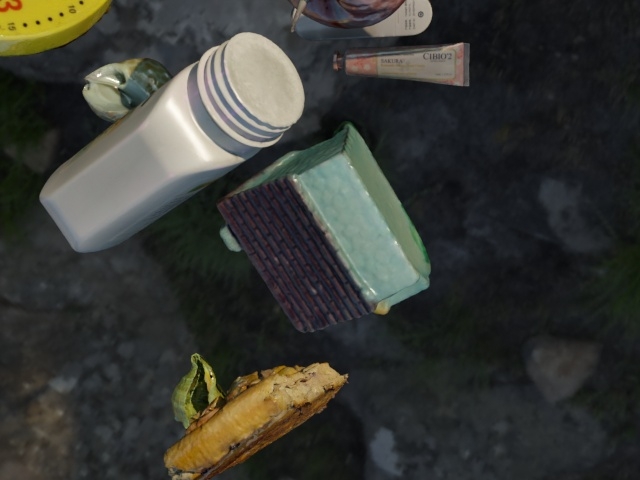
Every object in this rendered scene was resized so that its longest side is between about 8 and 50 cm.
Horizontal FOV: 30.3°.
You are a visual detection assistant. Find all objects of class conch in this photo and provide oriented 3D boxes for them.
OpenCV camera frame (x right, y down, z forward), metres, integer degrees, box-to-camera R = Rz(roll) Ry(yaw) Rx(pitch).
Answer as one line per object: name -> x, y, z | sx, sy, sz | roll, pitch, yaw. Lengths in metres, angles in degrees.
conch -> -0.299, -0.236, 1.907 | 0.116, 0.172, 0.106 | 50, 150, 33
conch -> -0.150, 0.203, 1.484 | 0.074, 0.089, 0.121 | -2, 118, -1

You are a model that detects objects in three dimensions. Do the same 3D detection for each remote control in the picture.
remote control -> 0.070, -0.378, 1.989 | 0.244, 0.022, 0.077 | -6, 108, -13

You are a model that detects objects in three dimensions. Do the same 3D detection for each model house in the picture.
model house -> 0.000, 0.000, 1.841 | 0.248, 0.230, 0.281 | -28, 103, 14

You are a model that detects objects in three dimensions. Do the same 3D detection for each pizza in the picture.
pizza -> -0.049, 0.146, 1.067 | 0.147, 0.226, 0.069 | -42, 78, 30

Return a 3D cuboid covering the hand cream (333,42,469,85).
hand cream -> 0.124, -0.271, 1.810 | 0.209, 0.043, 0.067 | 3, 112, 13

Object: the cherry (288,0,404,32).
cherry -> 0.034, -0.383, 1.492 | 0.212, 0.285, 0.236 | 35, 172, -2

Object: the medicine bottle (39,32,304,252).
medicine bottle -> -0.161, -0.106, 1.306 | 0.324, 0.179, 0.124 | -27, 98, 41

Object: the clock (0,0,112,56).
clock -> -0.330, -0.314, 1.157 | 0.071, 0.293, 0.277 | -46, 63, 57
